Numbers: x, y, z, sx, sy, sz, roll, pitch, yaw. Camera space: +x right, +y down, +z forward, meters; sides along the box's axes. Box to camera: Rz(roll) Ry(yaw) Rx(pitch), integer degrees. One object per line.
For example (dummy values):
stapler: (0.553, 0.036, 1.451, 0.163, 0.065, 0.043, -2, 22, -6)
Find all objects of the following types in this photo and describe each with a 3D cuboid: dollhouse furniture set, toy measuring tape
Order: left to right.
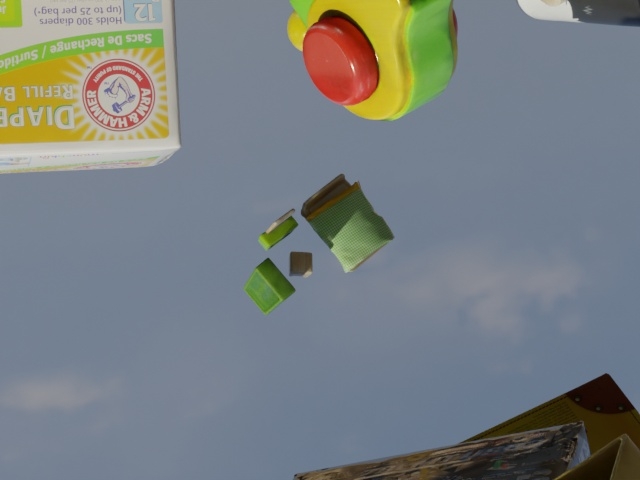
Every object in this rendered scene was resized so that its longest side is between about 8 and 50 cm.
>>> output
dollhouse furniture set: (0.000, 0.000, 1.593, 0.152, 0.076, 0.058, -37, 176, -24)
toy measuring tape: (0.084, -0.144, 1.324, 0.121, 0.121, 0.330, -27, -161, -32)

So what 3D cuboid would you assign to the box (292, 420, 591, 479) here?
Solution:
box: (0.081, 0.256, 1.590, 0.295, 0.073, 0.293, -12, -172, 16)

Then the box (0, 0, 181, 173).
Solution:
box: (-0.183, -0.095, 1.001, 0.203, 0.114, 0.103, -4, 177, -13)

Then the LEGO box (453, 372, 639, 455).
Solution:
LEGO box: (0.167, 0.421, 2.096, 0.500, 0.372, 0.193, -24, -129, -12)

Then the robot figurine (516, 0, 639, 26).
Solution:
robot figurine: (0.309, -0.321, 1.955, 0.278, 0.173, 0.209, 8, -143, 27)

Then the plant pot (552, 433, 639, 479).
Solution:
plant pot: (0.186, 0.191, 1.154, 0.081, 0.083, 0.081, -39, -169, 34)
